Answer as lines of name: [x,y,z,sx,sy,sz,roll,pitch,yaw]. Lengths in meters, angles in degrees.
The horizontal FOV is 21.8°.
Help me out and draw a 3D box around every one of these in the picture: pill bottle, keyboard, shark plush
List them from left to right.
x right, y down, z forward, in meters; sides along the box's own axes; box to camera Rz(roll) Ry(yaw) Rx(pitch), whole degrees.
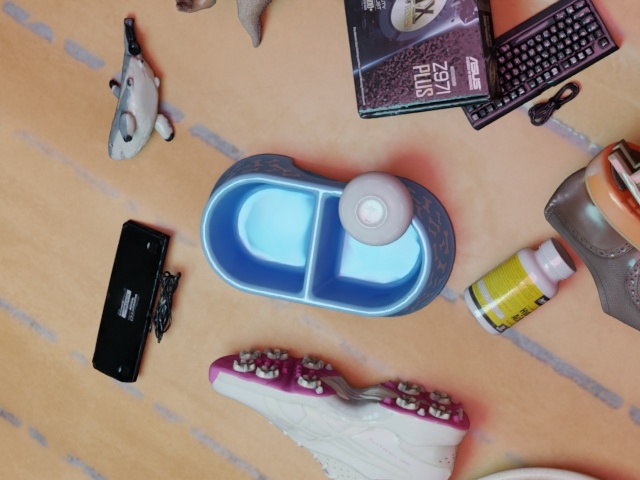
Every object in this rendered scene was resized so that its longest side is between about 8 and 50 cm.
shark plush: [-0.227,-0.173,1.920,0.067,0.073,0.161,3,107,45]
keyboard: [-0.210,0.079,1.976,0.100,0.038,0.192,24,107,33]
pill bottle: [0.221,0.048,1.835,0.116,0.065,0.065,-37,89,18]
keyboard: [0.234,-0.184,1.814,0.180,0.023,0.108,-30,92,18]

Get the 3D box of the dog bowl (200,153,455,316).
dog bowl: [0.000,0.000,1.880,0.297,0.074,0.166,11,102,13]

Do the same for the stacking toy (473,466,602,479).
stacking toy: [0.204,0.457,1.695,0.351,0.480,0.350,3,100,15]

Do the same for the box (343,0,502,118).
box: [0.109,-0.229,1.798,0.147,0.077,0.180,-6,93,17]

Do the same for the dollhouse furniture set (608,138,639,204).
dollhouse furniture set: [0.429,-0.088,1.666,0.212,0.242,0.161,-34,90,18]

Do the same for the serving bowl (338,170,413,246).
serving bowl: [0.058,-0.033,1.806,0.083,0.027,0.083,3,101,14]

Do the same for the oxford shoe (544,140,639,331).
oxford shoe: [0.390,0.060,1.786,0.363,0.130,0.133,50,136,-2]

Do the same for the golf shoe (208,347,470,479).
golf shoe: [0.010,0.215,1.897,0.306,0.115,0.140,15,106,13]

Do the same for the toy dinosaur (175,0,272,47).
toy dinosaur: [-0.082,-0.360,1.817,0.200,0.127,0.295,-18,101,10]
